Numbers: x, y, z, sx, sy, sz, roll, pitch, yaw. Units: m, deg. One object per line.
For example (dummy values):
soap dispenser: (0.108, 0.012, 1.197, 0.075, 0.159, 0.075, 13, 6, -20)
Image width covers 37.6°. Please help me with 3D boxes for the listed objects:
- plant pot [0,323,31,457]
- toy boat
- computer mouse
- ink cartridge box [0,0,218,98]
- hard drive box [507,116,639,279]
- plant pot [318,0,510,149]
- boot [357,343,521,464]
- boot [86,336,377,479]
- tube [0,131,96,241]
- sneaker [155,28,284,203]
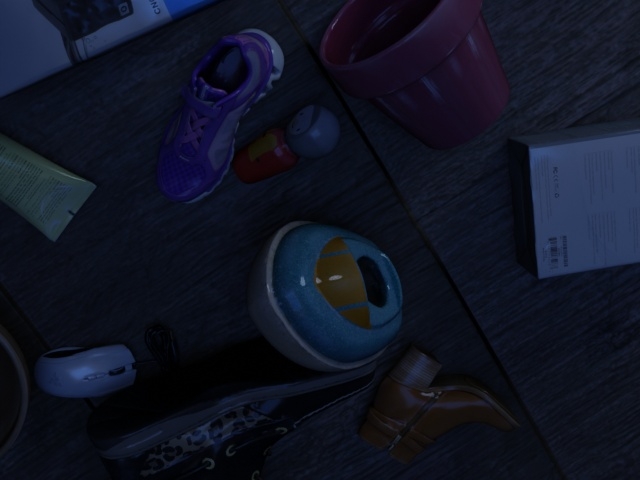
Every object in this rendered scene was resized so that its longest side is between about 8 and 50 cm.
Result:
plant pot: (-0.479, 0.172, 1.174, 0.237, 0.110, 0.237, -2, 105, -7)
toy boat: (0.000, 0.000, 1.141, 0.148, 0.267, 0.318, -24, 81, 29)
computer mouse: (-0.280, 0.174, 1.235, 0.193, 0.042, 0.106, -8, 106, -6)
ink cartridge box: (-0.280, -0.317, 1.051, 0.307, 0.129, 0.223, -23, 105, 5)
hard drive box: (0.377, -0.060, 1.240, 0.232, 0.089, 0.181, -8, 105, -5)
plant pot: (0.127, -0.214, 1.126, 0.201, 0.201, 0.180, -41, 121, 4)
boot: (0.162, 0.251, 1.300, 0.197, 0.073, 0.152, 31, 97, -1)
boot: (-0.091, 0.293, 1.243, 0.377, 0.138, 0.284, -18, 114, -18)
tube: (-0.402, -0.098, 1.148, 0.240, 0.062, 0.070, 35, 141, -19)
sneaker: (-0.136, -0.154, 1.132, 0.095, 0.104, 0.236, 31, 97, 6)
